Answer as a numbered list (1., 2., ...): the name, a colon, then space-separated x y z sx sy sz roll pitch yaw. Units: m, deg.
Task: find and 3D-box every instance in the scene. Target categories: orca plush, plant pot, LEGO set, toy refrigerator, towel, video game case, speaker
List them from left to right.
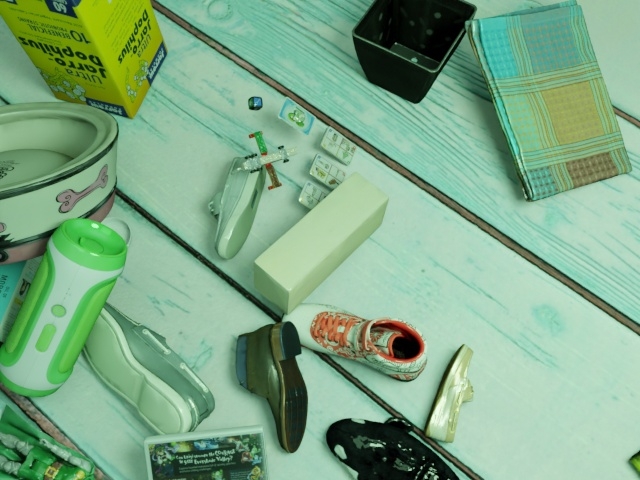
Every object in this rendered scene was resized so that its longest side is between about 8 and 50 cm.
1. speaker: -0.429 0.113 1.042 0.131 0.131 0.297 37 109 15
2. video game case: -0.177 0.389 1.008 0.190 0.022 0.173 -6 97 -1
3. LEGO set: -0.059 -0.171 1.232 0.244 0.060 0.183 31 66 -25
4. toy refrigerator: 0.000 0.000 1.148 0.094 0.102 0.269 39 64 17
5. orca plush: 0.136 0.376 1.006 0.151 0.102 0.287 -42 73 -15
6. plant pot: 0.185 -0.396 1.301 0.187 0.167 0.188 29 69 13
7. towel: 0.454 -0.280 1.229 0.271 0.040 0.370 -16 86 -19

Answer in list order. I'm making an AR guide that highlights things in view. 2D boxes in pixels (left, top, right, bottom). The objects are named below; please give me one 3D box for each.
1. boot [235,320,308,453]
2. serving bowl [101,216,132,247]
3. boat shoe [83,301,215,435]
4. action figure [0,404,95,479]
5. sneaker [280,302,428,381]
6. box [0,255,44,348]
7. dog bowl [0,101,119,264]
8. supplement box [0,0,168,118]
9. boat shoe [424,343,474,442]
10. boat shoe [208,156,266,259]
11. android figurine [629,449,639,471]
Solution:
1. boot: -0.086 0.254 1.093 0.106 0.082 0.219 -10 78 29
2. serving bowl: -0.403 -0.003 1.218 0.083 0.027 0.083 0 68 1
3. boat shoe: -0.311 0.212 1.107 0.319 0.116 0.099 39 30 23
4. action figure: -0.464 0.375 1.044 0.232 0.063 0.137 20 66 6
5. sneaker: 0.056 0.156 1.079 0.270 0.145 0.090 21 69 10
6. box: -0.555 0.097 1.140 0.060 0.100 0.244 10 67 7
7. dog bowl: -0.551 -0.105 1.114 0.407 0.150 0.408 -1 33 1
8. supplement box: -0.460 -0.433 1.224 0.194 0.356 0.195 16 68 8
9. boat shoe: 0.232 0.263 1.079 0.059 0.063 0.170 23 79 8
10. boat shoe: -0.171 -0.067 1.221 0.081 0.079 0.228 10 61 13
11. android figurine: 0.633 0.431 0.999 0.248 0.056 0.273 -33 70 -12
